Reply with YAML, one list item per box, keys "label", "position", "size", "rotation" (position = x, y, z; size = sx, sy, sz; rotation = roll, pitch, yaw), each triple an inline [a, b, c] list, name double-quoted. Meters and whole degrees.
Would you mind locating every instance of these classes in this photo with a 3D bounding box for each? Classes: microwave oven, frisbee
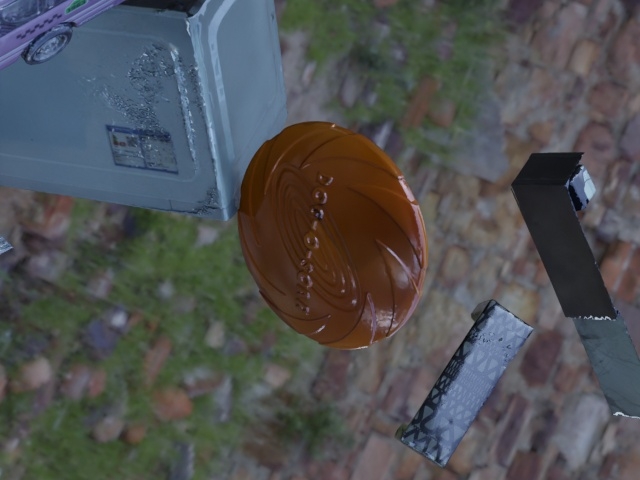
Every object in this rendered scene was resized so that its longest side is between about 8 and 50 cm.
- label: "microwave oven"
  position: [-0.195, -0.168, 1.058]
  size: [0.181, 0.295, 0.238]
  rotation: [-64, 156, -44]
- label: "frisbee"
  position: [0.000, 0.000, 0.982]
  size: [0.035, 0.192, 0.192]
  rotation: [-23, 138, -48]

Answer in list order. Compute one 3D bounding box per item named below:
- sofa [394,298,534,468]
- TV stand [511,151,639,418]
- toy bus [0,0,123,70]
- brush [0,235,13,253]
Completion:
- label: "sofa"
  position: [0.100, 0.100, 0.855]
  size: [0.118, 0.039, 0.060]
  rotation: [-56, 176, -6]
- label: "TV stand"
  position: [0.221, 0.043, 0.964]
  size: [0.040, 0.049, 0.256]
  rotation: [-52, 128, -35]
- label: "toy bus"
  position: [-0.133, -0.185, 0.677]
  size: [0.199, 0.096, 0.108]
  rotation: [-36, 173, -21]
- label: "brush"
  position: [-0.378, 0.028, 0.943]
  size: [0.272, 0.103, 0.013]
  rotation: [-32, 153, -45]
